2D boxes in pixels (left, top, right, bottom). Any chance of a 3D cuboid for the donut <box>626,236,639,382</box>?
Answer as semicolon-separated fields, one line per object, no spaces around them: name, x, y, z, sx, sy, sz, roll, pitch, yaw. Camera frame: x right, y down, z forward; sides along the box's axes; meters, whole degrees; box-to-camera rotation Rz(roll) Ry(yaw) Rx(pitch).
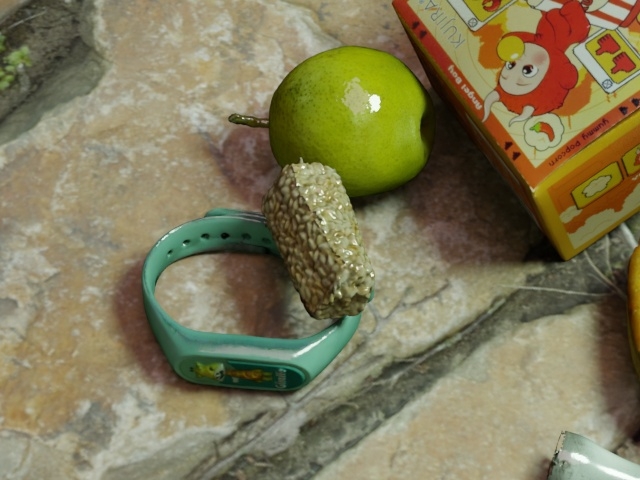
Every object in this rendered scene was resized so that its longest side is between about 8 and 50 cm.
donut;0.442;0.089;1.756;0.302;0.110;0.303;1;57;-1

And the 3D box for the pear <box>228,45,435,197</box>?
pear;0.011;-0.124;1.844;0.216;0.166;0.180;-2;19;19

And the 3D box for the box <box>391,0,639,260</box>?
box;0.266;-0.186;1.824;0.259;0.214;0.283;-36;63;3

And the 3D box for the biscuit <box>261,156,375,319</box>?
biscuit;0.000;0.000;1.724;0.070;0.082;0.168;2;46;-30

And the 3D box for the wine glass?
wine glass;0.296;0.238;1.666;0.155;0.072;0.072;17;56;8

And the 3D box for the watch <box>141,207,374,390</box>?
watch;-0.065;0.061;1.768;0.237;0.068;0.195;5;53;4
